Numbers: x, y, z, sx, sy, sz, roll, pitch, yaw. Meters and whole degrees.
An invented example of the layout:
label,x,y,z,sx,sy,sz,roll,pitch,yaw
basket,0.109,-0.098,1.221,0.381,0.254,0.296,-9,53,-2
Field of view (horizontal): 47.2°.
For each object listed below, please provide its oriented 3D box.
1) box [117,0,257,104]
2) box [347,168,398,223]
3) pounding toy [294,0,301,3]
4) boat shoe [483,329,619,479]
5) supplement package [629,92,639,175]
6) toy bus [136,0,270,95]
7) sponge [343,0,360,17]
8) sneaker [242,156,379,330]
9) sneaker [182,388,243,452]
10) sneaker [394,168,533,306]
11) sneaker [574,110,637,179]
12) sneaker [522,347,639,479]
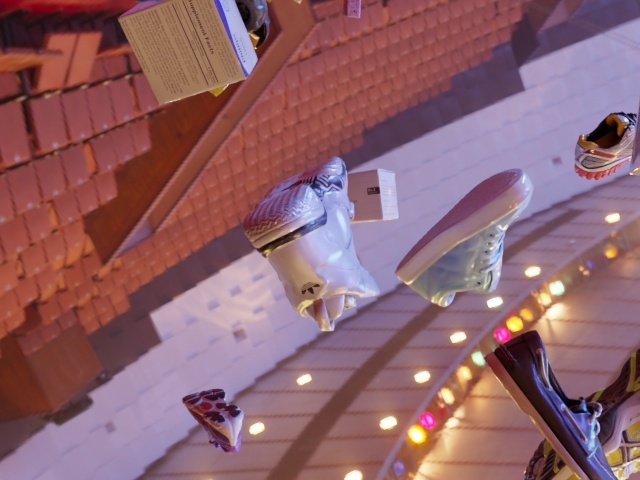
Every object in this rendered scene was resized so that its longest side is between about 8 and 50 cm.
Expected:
label,x,y,z,sx,sy,sz,roll,pitch,yaw
box,-0.172,-0.265,0.968,0.137,0.126,0.072,-12,-150,19
box,0.078,-0.099,1.742,0.181,0.119,0.182,-6,-179,18
pounding toy,-0.041,-0.328,0.674,0.154,0.155,0.269,-57,-171,13
boat shoe,0.249,0.179,0.722,0.065,0.206,0.075,-40,179,4
supplement package,0.470,-0.161,0.729,0.261,0.204,0.145,7,179,14
toy bus,-0.169,-0.358,1.059,0.220,0.211,0.149,-53,-172,45
sponge,0.067,-0.558,1.450,0.031,0.210,0.117,2,-156,-1
sneaker,0.000,0.000,1.184,0.137,0.210,0.366,-23,-168,18
sneaker,-0.168,0.279,1.128,0.068,0.071,0.170,-9,-167,-23
sneaker,0.278,0.008,1.280,0.135,0.150,0.366,-52,-178,-32
sneaker,0.572,-0.196,1.343,0.225,0.093,0.088,-29,-136,-2
sneaker,0.465,0.289,1.082,0.384,0.147,0.145,-44,178,9
